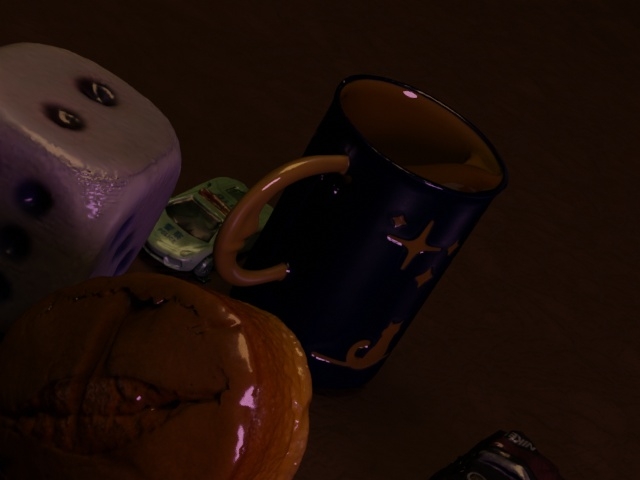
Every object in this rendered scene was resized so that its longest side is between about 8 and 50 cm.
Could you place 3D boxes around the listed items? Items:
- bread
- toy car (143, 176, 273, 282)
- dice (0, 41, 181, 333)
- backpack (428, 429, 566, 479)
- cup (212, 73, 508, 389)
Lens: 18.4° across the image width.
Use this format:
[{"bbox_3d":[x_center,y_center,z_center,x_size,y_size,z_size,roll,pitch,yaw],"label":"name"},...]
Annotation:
[{"bbox_3d":[-0.136,0.124,1.493,0.270,0.195,0.143,-3,-9,39],"label":"bread"},{"bbox_3d":[-0.108,-0.018,1.945,0.093,0.058,0.186,41,29,15],"label":"toy car"},{"bbox_3d":[-0.247,-0.045,1.710,0.194,0.193,0.192,36,27,6],"label":"dice"},{"bbox_3d":[0.152,0.235,1.731,0.120,0.106,0.165,42,26,11],"label":"backpack"},{"bbox_3d":[0.000,-0.011,1.824,0.255,0.256,0.178,17,30,-25],"label":"cup"}]
